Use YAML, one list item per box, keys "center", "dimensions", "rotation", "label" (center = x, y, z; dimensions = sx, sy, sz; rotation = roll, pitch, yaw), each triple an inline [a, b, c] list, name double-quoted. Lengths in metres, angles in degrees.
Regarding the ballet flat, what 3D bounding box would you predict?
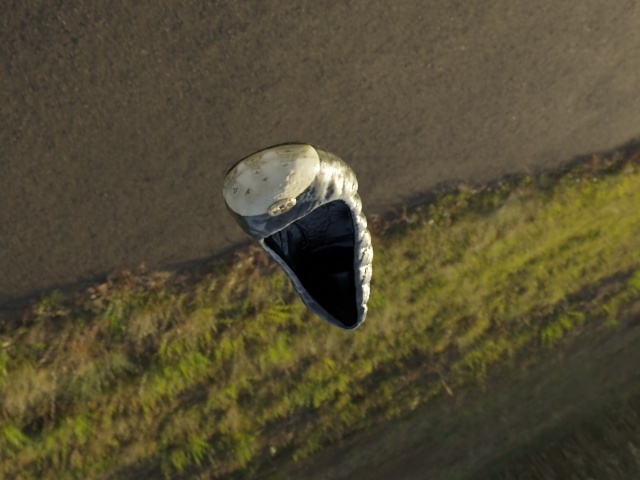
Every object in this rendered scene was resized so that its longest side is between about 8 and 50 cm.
- center: [0.000, 0.000, 0.397]
  dimensions: [0.058, 0.049, 0.173]
  rotation: [-22, 156, 8]
  label: "ballet flat"
